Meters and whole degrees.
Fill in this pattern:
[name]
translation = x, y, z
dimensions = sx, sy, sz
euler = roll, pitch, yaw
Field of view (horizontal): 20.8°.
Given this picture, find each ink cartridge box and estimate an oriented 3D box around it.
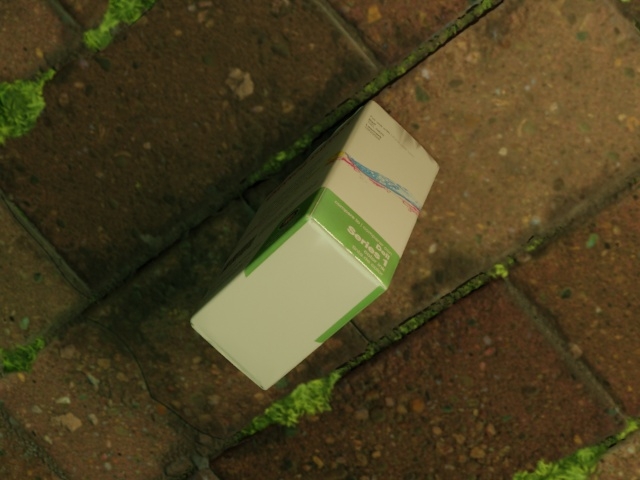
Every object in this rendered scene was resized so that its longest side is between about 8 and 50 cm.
[ink cartridge box]
translation = 0.000, 0.000, 1.875
dimensions = 0.117, 0.278, 0.201
euler = 42, 122, -9
